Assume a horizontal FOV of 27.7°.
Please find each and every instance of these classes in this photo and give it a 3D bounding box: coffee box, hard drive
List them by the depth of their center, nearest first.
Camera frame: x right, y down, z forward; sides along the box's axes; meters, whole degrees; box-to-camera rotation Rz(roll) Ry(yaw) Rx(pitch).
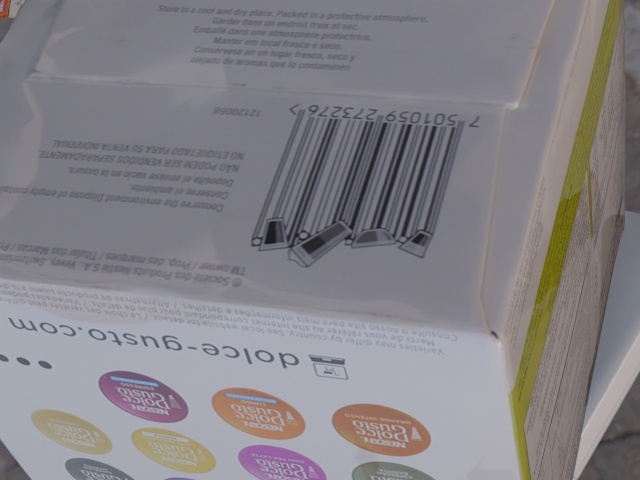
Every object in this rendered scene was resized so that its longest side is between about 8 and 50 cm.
[{"bbox_3d":[0.000,0.000,0.823,0.338,0.338,0.334,7,144,18],"label":"coffee box"},{"bbox_3d":[0.251,0.104,1.354,0.040,0.307,0.203,40,167,-33],"label":"hard drive"}]

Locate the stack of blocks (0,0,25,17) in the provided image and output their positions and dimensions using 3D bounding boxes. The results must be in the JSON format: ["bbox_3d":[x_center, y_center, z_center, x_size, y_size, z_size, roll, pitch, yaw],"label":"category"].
[{"bbox_3d":[-0.183,-0.294,1.220,0.171,0.297,0.087,116,145,-47],"label":"stack of blocks"}]
